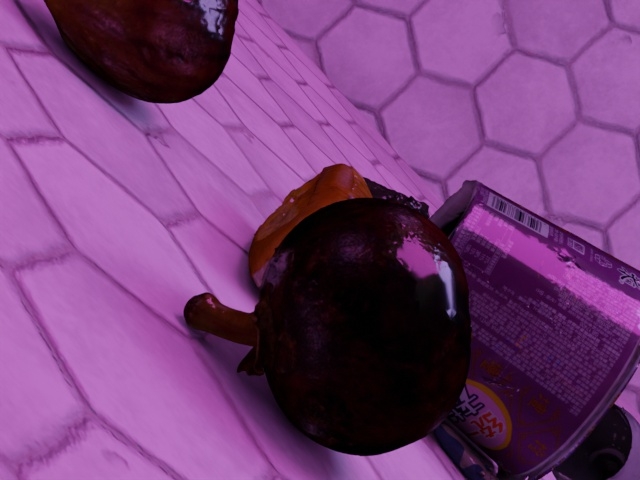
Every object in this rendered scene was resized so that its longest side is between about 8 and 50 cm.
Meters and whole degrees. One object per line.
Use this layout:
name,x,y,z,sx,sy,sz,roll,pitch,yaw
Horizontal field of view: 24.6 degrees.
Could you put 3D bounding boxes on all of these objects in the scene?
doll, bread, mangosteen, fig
doll,0.173,0.259,1.749,0.125,0.027,0.037,51,18,19
bread,0.000,0.000,1.686,0.119,0.152,0.288,51,10,-9
mangosteen,0.007,0.077,1.330,0.261,0.236,0.235,-1,25,-12
fig,-0.203,-0.278,1.758,0.263,0.224,0.224,4,41,-51

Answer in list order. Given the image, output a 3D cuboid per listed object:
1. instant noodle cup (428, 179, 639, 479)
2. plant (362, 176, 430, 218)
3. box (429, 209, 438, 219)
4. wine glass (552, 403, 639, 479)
instant noodle cup,0.219,0.103,1.827,0.266,0.340,0.340,34,11,-5
plant,0.088,-0.002,2.069,0.203,0.142,0.131,29,19,24
box,0.207,0.103,2.146,0.188,0.153,0.252,42,12,-22
wine glass,0.384,0.304,1.966,0.143,0.143,0.321,53,-1,30
